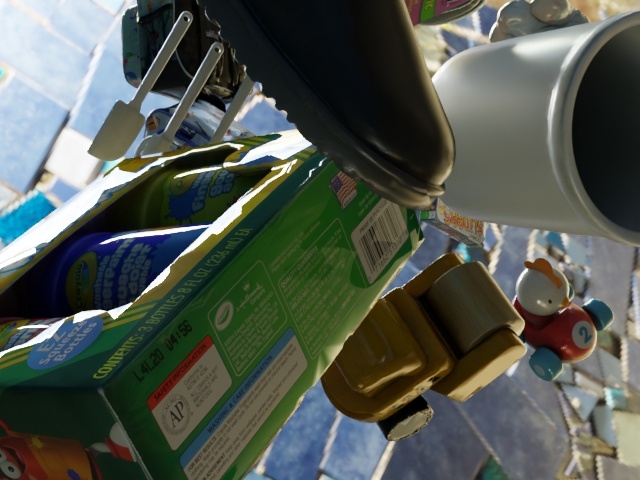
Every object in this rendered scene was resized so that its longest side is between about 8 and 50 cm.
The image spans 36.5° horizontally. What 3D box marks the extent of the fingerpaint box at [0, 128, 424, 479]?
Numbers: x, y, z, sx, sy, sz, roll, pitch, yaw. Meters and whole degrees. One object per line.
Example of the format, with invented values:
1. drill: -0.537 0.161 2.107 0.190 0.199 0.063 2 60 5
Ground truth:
1. fingerpaint box: -0.166 0.060 0.939 0.371 0.163 0.445 -5 29 37

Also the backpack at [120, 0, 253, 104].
1. backpack: -0.236 -0.372 1.723 0.191 0.225 0.253 -6 83 32

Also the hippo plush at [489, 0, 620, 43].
1. hippo plush: 0.515 -0.397 2.172 0.234 0.294 0.236 -22 66 47

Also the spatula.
1. spatula: -0.185 -0.174 1.312 0.242 0.168 0.019 -62 19 -15

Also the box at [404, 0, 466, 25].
1. box: 0.118 -0.382 1.218 0.243 0.117 0.213 -28 -22 -15

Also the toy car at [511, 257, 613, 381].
1. toy car: 0.501 0.137 2.105 0.219 0.238 0.210 -39 50 -21

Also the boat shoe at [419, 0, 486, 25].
1. boat shoe: 0.141 -0.433 1.696 0.305 0.091 0.109 5 99 28

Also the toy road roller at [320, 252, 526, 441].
1. toy road roller: 0.146 0.163 1.576 0.329 0.240 0.202 -38 59 10

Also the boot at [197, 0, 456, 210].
1. boot: 0.102 -0.296 0.720 0.445 0.367 0.146 -45 -14 20

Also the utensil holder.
1. utensil holder: 0.372 -0.169 1.487 0.327 0.328 0.385 -62 26 -9

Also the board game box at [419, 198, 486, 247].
1. board game box: 0.264 -0.075 1.891 0.035 0.201 0.136 -3 74 37

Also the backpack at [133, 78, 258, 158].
1. backpack: -0.167 -0.063 1.490 0.213 0.263 0.276 -52 -14 -57
